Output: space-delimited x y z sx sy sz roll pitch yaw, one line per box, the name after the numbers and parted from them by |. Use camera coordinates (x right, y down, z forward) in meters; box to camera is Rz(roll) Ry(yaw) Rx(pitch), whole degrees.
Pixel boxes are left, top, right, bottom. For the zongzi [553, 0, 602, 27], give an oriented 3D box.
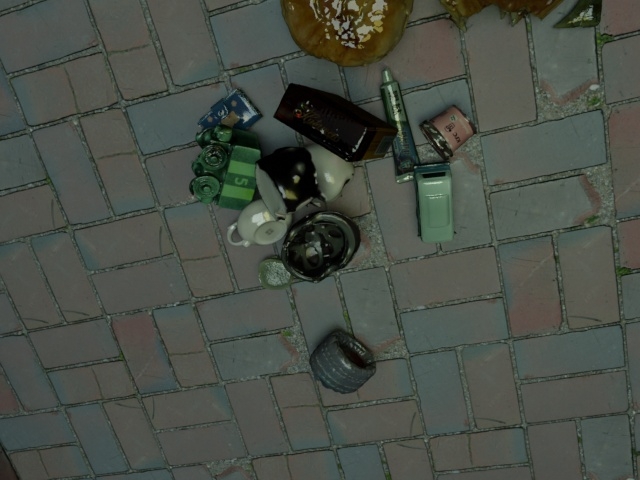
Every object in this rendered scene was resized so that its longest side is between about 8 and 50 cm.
0.784 -0.727 1.559 0.131 0.062 0.154 4 104 19 | zongzi

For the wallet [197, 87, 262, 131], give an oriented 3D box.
-0.322 -0.426 1.803 0.202 0.059 0.141 -36 99 18 | wallet

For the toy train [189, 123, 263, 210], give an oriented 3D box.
-0.325 -0.255 1.779 0.239 0.166 0.299 10 127 -21 | toy train

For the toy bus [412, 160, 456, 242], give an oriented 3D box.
0.390 -0.115 1.752 0.133 0.164 0.271 -5 118 9 | toy bus

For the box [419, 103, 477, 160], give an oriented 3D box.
0.422 -0.359 1.686 0.135 0.151 0.151 -36 101 8 | box

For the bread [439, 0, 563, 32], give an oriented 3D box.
0.537 -0.763 1.481 0.370 0.191 0.314 -35 143 29 | bread

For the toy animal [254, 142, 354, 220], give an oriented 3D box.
-0.039 -0.217 1.714 0.310 0.251 0.250 -27 107 -23 | toy animal

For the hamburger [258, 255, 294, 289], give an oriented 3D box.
-0.167 0.126 1.973 0.140 0.062 0.132 3 105 9 | hamburger

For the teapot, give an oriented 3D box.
-0.213 -0.070 1.859 0.298 0.139 0.204 -32 147 7 | teapot

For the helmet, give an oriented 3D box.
0.000 0.000 1.847 0.305 0.177 0.225 -35 107 10 | helmet

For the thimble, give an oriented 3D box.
0.084 0.478 1.995 0.236 0.205 0.172 27 117 -29 | thimble

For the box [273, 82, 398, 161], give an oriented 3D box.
0.063 -0.354 1.563 0.264 0.415 0.115 34 111 11 | box

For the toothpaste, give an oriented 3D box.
0.264 -0.383 1.738 0.099 0.061 0.391 -14 110 7 | toothpaste

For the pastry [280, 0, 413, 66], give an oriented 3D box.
0.079 -0.727 1.539 0.410 0.245 0.409 6 121 10 | pastry
